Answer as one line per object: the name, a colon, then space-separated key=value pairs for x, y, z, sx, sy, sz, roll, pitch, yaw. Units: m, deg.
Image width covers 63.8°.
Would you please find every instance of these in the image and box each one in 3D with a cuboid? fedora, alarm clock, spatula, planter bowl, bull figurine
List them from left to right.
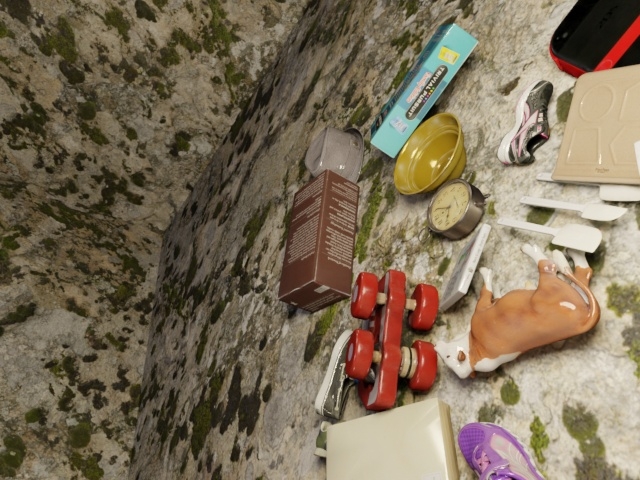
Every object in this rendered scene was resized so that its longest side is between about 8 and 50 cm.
fedora: x=0.030 y=-0.272 z=1.703 sx=0.243 sy=0.124 sz=0.276 roll=-29 pitch=44 yaw=49
planter bowl: x=0.281 y=-0.188 z=1.230 sx=0.217 sy=0.090 sz=0.217 roll=-44 pitch=32 yaw=36
alarm clock: x=0.287 y=-0.057 z=1.145 sx=0.192 sy=0.064 sz=0.129 roll=-42 pitch=36 yaw=34
bull figurine: x=0.330 y=0.126 z=0.885 sx=0.310 sy=0.101 sz=0.189 roll=-33 pitch=40 yaw=46
spatula: x=0.432 y=-0.061 z=0.901 sx=0.168 sy=0.019 sz=0.242 roll=-49 pitch=21 yaw=-5

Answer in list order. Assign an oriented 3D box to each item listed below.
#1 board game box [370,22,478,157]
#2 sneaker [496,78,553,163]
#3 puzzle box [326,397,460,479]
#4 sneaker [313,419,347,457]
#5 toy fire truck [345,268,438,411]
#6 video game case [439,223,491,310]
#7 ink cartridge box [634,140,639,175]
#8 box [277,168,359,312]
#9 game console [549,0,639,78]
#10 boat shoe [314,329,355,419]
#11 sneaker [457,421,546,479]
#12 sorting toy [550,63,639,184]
board game box: x=0.260 y=-0.401 z=1.366 sx=0.336 sy=0.079 sz=0.254 roll=-55 pitch=8 yaw=21
sneaker: x=0.435 y=-0.232 z=1.040 sx=0.077 sy=0.072 sz=0.178 roll=31 pitch=104 yaw=51
puzzle box: x=0.128 y=0.514 z=0.916 sx=0.272 sy=0.052 sz=0.409 roll=-26 pitch=45 yaw=30
sneaker: x=0.049 y=0.450 z=1.158 sx=0.192 sy=0.064 sz=0.086 roll=-23 pitch=51 yaw=54
toy fire truck: x=0.134 y=0.220 z=1.127 sx=0.254 sy=0.169 sz=0.302 roll=111 pitch=169 yaw=-64
video game case: x=0.281 y=0.056 z=1.007 sx=0.157 sy=0.019 sz=0.143 roll=93 pitch=-158 yaw=-71
ink cartridge box: x=0.540 y=-0.108 z=0.660 sx=0.190 sy=0.139 sz=0.082 roll=-31 pitch=41 yaw=47
box: x=0.000 y=0.000 z=1.529 sx=0.191 sy=0.143 sz=0.382 roll=-30 pitch=42 yaw=47
game console: x=0.619 y=-0.435 z=0.889 sx=0.387 sy=0.060 sz=0.342 roll=-55 pitch=35 yaw=21
boat shoe: x=0.058 y=0.324 z=1.248 sx=0.070 sy=0.078 sz=0.219 roll=8 pitch=62 yaw=27
sneaker: x=0.279 y=0.360 z=0.785 sx=0.095 sy=0.104 sz=0.236 roll=-62 pitch=27 yaw=10
sorting toy: x=0.499 y=-0.194 z=0.864 sx=0.193 sy=0.038 sz=0.208 roll=19 pitch=92 yaw=64
